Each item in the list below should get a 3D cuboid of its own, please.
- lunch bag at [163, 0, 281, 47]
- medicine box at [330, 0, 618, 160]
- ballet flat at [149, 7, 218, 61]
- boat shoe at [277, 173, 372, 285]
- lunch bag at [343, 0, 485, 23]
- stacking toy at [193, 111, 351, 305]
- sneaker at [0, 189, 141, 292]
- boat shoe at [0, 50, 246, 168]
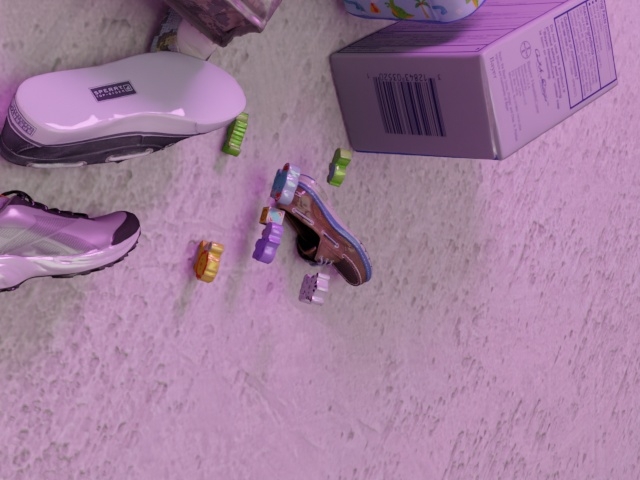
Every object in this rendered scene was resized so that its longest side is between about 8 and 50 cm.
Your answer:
[{"bbox_3d":[-0.134,-0.399,1.529,0.287,0.169,0.235,37,76,-18],"label":"lunch bag"},{"bbox_3d":[0.213,-0.232,1.884,0.289,0.263,0.149,-31,116,-39],"label":"medicine box"},{"bbox_3d":[-0.132,-0.275,1.661,0.077,0.079,0.221,47,63,-38],"label":"ballet flat"},{"bbox_3d":[0.000,0.000,1.842,0.066,0.066,0.183,-48,116,-25],"label":"boat shoe"},{"bbox_3d":[0.136,-0.370,1.824,0.176,0.219,0.090,-49,132,-30],"label":"lunch bag"},{"bbox_3d":[-0.055,-0.036,1.744,0.167,0.052,0.221,17,81,-23],"label":"stacking toy"},{"bbox_3d":[-0.309,-0.008,1.499,0.272,0.100,0.108,-12,98,-44],"label":"sneaker"},{"bbox_3d":[-0.224,-0.137,1.570,0.301,0.102,0.108,-16,66,-41],"label":"boat shoe"}]
